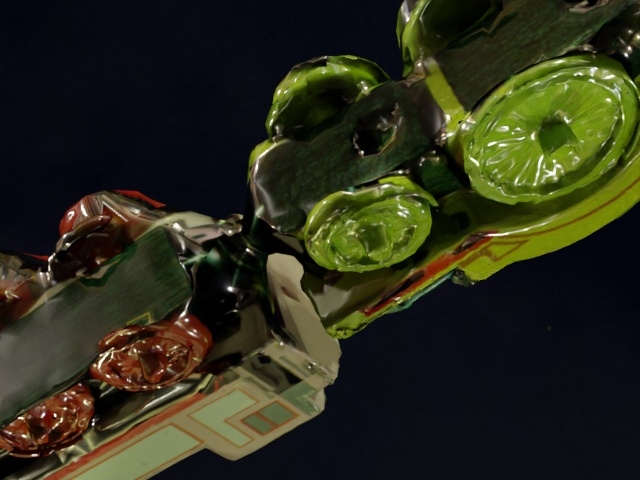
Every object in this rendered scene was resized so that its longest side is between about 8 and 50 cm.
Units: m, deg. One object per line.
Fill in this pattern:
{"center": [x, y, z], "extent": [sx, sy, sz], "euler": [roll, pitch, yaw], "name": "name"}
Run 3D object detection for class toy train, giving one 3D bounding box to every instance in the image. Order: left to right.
{"center": [0.000, 0.000, 0.400], "extent": [0.250, 0.085, 0.053], "euler": [-32, -127, 14], "name": "toy train"}
